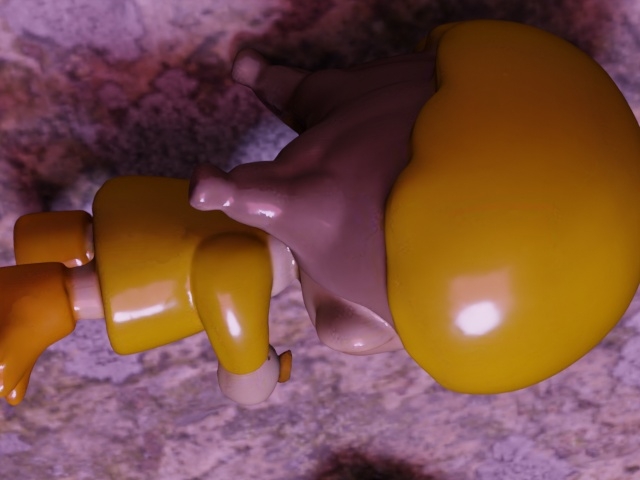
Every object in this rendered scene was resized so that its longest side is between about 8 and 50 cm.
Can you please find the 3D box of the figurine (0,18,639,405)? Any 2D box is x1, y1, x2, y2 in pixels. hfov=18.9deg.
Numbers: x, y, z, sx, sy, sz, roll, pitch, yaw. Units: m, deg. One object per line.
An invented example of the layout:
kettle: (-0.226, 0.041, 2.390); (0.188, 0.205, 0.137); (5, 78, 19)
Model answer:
figurine: (0.000, 0.000, 0.986); (0.343, 0.215, 0.187); (-13, 126, 7)
